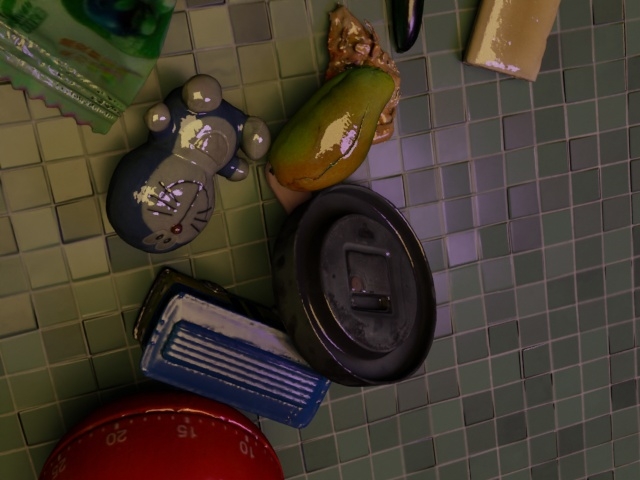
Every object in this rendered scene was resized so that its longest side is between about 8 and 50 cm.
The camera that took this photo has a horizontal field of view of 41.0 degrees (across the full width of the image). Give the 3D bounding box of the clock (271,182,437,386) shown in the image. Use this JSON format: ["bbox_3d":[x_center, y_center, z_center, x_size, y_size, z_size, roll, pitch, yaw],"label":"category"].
[{"bbox_3d":[0.058,0.070,1.328,0.319,0.066,0.318,19,62,-40],"label":"clock"}]

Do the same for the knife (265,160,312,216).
[{"bbox_3d":[0.002,-0.002,1.413,0.081,0.043,0.336,-31,117,-13],"label":"knife"}]

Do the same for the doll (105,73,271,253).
[{"bbox_3d":[-0.207,-0.103,1.245,0.228,0.154,0.258,33,81,-57],"label":"doll"}]

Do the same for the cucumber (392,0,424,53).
[{"bbox_3d":[0.135,-0.433,1.327,0.056,0.056,0.284,-8,111,-15],"label":"cucumber"}]

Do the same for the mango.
[{"bbox_3d":[0.023,-0.164,1.278,0.233,0.111,0.125,-42,109,1],"label":"mango"}]

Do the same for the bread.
[{"bbox_3d":[0.315,-0.359,1.397,0.140,0.060,0.178,14,100,-19],"label":"bread"}]

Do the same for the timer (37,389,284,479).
[{"bbox_3d":[-0.238,0.406,1.291,0.378,0.279,0.378,-5,121,-9],"label":"timer"}]

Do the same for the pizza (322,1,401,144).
[{"bbox_3d":[0.064,-0.247,1.345,0.147,0.069,0.226,10,101,-17],"label":"pizza"}]

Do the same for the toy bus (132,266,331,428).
[{"bbox_3d":[-0.134,0.164,1.330,0.288,0.175,0.138,24,97,-22],"label":"toy bus"}]

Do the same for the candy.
[{"bbox_3d":[-0.288,-0.330,1.130,0.263,0.172,0.398,34,113,-25],"label":"candy"}]
